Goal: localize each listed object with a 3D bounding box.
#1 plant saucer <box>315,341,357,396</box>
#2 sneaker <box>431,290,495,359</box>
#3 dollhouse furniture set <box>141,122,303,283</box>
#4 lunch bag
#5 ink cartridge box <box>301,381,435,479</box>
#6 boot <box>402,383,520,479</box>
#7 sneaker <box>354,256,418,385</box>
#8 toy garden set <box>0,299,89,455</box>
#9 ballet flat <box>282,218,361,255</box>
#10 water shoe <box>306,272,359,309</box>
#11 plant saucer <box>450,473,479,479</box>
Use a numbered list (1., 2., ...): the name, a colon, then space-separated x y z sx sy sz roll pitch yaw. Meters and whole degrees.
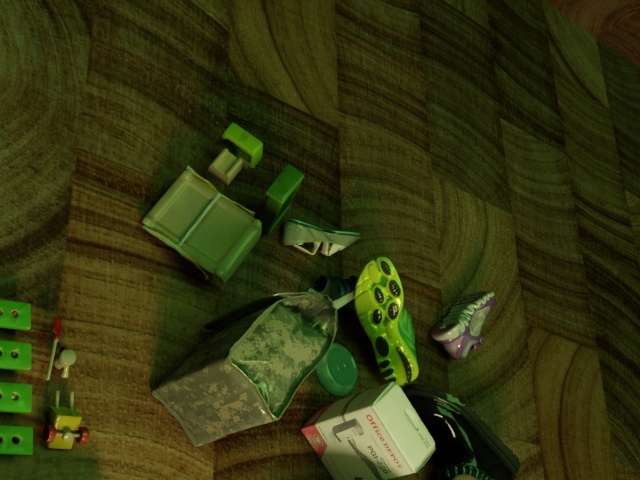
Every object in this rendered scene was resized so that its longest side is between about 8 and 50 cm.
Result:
1. plant saucer: 0.039 0.268 2.001 0.119 0.021 0.119 23 54 -36
2. sneaker: 0.360 0.208 2.309 0.236 0.095 0.105 -40 105 -43
3. dollhouse furniture set: -0.202 -0.054 1.905 0.197 0.151 0.301 35 62 1
4. lunch bag: -0.123 0.205 1.713 0.169 0.235 0.287 54 42 -11
5. ink cartridge box: 0.091 0.382 1.843 0.159 0.218 0.092 57 42 -5
6. boot: 0.269 0.495 2.028 0.348 0.131 0.260 41 54 -8
7. sneaker: 0.141 0.171 2.067 0.123 0.109 0.296 -84 162 -69
8. toy garden set: -0.472 0.221 1.501 0.203 0.049 0.244 12 60 -39
9. ballet flat: 0.000 0.000 2.086 0.213 0.072 0.068 11 89 -40
10. water shoe: 0.036 0.101 2.051 0.203 0.073 0.080 -31 90 -49
11. plant saucer: 0.297 0.596 1.847 0.278 0.041 0.278 38 40 -40
